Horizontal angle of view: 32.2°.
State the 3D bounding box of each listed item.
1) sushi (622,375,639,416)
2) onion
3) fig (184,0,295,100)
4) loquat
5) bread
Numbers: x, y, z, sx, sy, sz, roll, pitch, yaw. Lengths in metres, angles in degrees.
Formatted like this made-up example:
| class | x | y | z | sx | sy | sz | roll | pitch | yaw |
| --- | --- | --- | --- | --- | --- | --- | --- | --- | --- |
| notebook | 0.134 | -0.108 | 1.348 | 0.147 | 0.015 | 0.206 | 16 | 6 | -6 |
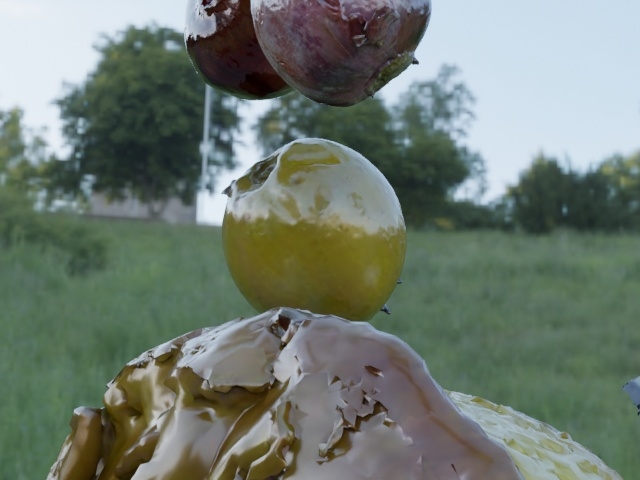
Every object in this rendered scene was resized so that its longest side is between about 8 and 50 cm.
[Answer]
| class | x | y | z | sx | sy | sz | roll | pitch | yaw |
| --- | --- | --- | --- | --- | --- | --- | --- | --- | --- |
| sushi | 0.307 | 0.055 | 0.480 | 0.320 | 0.339 | 0.069 | -34 | -64 | 12 |
| onion | 0.004 | -0.215 | 0.987 | 0.159 | 0.195 | 0.159 | -38 | -15 | -12 |
| fig | -0.044 | -0.260 | 1.346 | 0.186 | 0.204 | 0.249 | 33 | 11 | 37 |
| loquat | 0.000 | 0.000 | 1.334 | 0.244 | 0.244 | 0.244 | 1 | -14 | 0 |
| bread | 0.001 | 0.229 | 0.441 | 0.215 | 0.398 | 0.398 | 12 | -18 | -39 |
